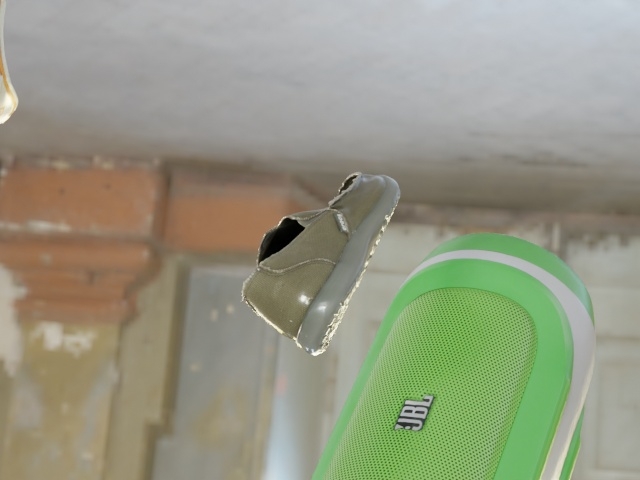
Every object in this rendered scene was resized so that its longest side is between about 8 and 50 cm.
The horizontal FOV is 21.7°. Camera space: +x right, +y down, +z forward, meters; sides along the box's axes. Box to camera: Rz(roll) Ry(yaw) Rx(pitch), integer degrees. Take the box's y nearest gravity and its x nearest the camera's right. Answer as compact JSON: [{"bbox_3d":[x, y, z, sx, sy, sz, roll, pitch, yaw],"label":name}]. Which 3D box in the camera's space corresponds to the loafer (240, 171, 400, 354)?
[{"bbox_3d":[0.000,0.000,1.357,0.087,0.094,0.251,25,-155,2],"label":"loafer"}]

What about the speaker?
[{"bbox_3d":[0.062,0.132,0.902,0.131,0.296,0.131,14,136,14],"label":"speaker"}]

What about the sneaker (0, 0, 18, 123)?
[{"bbox_3d":[-0.341,-0.218,1.311,0.126,0.321,0.127,-25,173,30],"label":"sneaker"}]
